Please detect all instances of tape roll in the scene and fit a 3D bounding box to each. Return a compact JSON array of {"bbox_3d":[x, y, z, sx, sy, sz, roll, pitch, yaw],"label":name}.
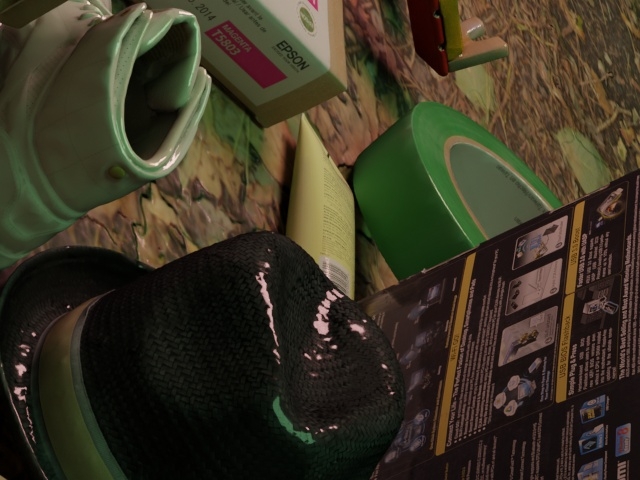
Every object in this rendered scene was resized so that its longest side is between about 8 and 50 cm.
[{"bbox_3d":[0.165,0.020,1.709,0.321,0.077,0.321,41,23,-21],"label":"tape roll"}]

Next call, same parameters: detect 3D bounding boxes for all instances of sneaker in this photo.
[{"bbox_3d":[-0.137,-0.116,1.234,0.108,0.169,0.292,46,32,-34],"label":"sneaker"}]

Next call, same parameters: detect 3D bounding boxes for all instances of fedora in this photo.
[{"bbox_3d":[-0.049,0.096,1.177,0.334,0.152,0.334,43,20,-20],"label":"fedora"}]

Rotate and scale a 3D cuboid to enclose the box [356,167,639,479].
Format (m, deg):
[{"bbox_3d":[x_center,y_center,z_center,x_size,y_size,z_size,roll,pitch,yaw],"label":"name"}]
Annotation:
[{"bbox_3d":[0.143,0.136,1.310,0.097,0.318,0.395,50,30,-26],"label":"box"}]

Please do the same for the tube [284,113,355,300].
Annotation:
[{"bbox_3d":[0.000,0.000,1.545,0.062,0.070,0.240,12,39,-7],"label":"tube"}]

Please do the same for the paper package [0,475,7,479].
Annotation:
[{"bbox_3d":[-0.247,0.215,0.769,0.309,0.168,0.325,45,33,-39],"label":"paper package"}]

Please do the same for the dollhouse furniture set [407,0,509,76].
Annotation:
[{"bbox_3d":[0.050,-0.351,1.788,0.201,0.152,0.374,-125,-159,-55],"label":"dollhouse furniture set"}]

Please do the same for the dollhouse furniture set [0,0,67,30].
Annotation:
[{"bbox_3d":[-0.211,-0.180,1.204,0.081,0.114,0.091,45,36,-32],"label":"dollhouse furniture set"}]

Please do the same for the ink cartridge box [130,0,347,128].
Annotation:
[{"bbox_3d":[-0.075,-0.236,1.538,0.234,0.088,0.193,41,35,-44],"label":"ink cartridge box"}]
